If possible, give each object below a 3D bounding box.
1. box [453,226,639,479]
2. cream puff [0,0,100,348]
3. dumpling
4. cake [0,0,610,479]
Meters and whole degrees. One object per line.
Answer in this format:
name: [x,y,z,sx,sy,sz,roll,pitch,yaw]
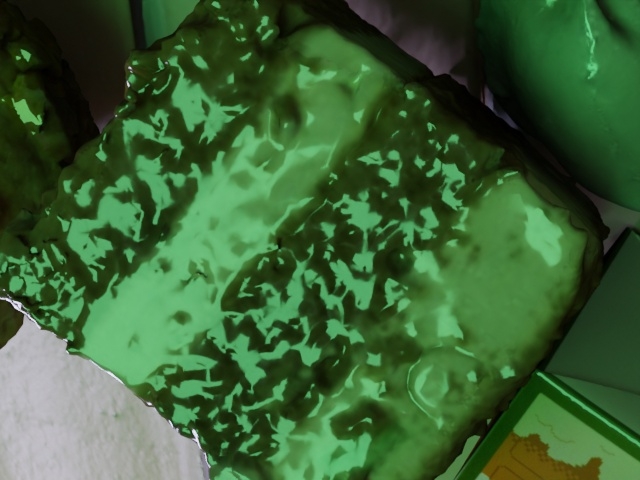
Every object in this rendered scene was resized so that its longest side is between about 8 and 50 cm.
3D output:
box: [0.210,0.129,0.982,0.177,0.195,0.148,35,128,7]
cream puff: [-0.299,-0.063,1.136,0.327,0.231,0.343,16,139,35]
dumpling: [0.177,-0.095,0.946,0.105,0.149,0.216,-41,116,5]
cake: [0.000,0.000,0.946,0.290,0.282,0.255,40,102,1]
